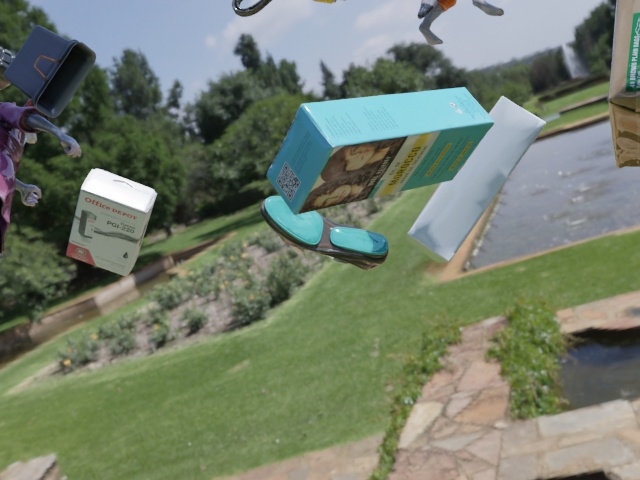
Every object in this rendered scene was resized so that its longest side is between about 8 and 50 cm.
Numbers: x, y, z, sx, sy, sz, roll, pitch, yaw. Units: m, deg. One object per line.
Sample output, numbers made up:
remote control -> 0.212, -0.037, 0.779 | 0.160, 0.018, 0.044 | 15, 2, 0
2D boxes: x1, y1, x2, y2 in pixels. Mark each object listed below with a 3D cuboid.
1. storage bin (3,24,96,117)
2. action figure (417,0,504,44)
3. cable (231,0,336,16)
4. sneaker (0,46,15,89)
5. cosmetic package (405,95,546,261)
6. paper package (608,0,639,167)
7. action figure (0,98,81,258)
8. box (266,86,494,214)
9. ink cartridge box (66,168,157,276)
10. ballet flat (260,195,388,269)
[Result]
storage bin -> -0.463, -0.291, 1.285 | 0.135, 0.091, 0.098 | -58, -9, -1
action figure -> 0.281, -0.580, 1.455 | 0.179, 0.330, 0.341 | 3, -6, -16
cable -> -0.079, -0.629, 1.861 | 0.287, 0.139, 0.072 | -7, -4, 0
sneaker -> -0.850, -0.447, 1.820 | 0.106, 0.267, 0.101 | -34, 42, 24
cosmetic package -> 0.277, -0.096, 1.452 | 0.284, 0.097, 0.377 | -58, -6, 1
paper package -> 0.650, -0.336, 1.452 | 0.168, 0.324, 0.309 | 3, -18, 26
action figure -> -0.595, -0.139, 1.350 | 0.248, 0.276, 0.370 | -45, 35, 34
box -> 0.069, -0.099, 0.814 | 0.244, 0.060, 0.100 | -15, -31, -38
ink cartridge box -> -0.489, -0.040, 1.787 | 0.092, 0.159, 0.217 | -81, 14, -53
ballet flat -> 0.000, 0.000, 1.557 | 0.096, 0.281, 0.095 | 123, 166, -53
